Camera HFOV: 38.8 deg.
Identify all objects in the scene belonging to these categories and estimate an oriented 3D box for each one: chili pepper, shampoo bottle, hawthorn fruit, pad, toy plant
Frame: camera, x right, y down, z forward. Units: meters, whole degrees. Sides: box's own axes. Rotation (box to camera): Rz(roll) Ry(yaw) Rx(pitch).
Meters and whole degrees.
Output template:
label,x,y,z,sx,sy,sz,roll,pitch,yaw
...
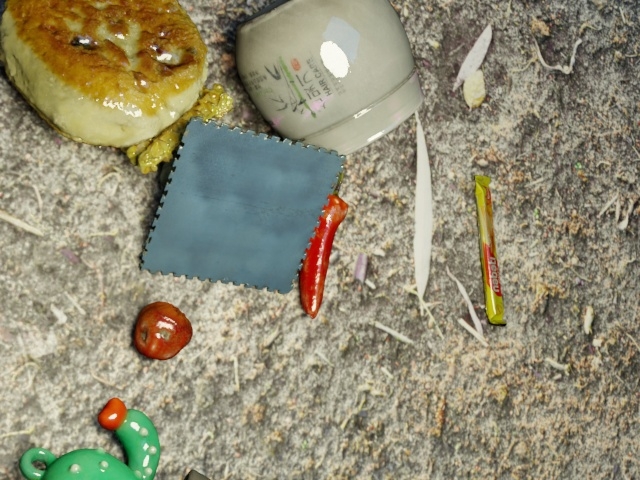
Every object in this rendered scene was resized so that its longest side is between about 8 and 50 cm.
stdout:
label,x,y,z,sx,sy,sz,roll,pitch,yaw
chili pepper,0.000,0.000,1.520,0.063,0.071,0.272,20,72,-20
shampoo bottle,0.015,-0.279,1.473,0.273,0.273,0.266,-39,107,-30
hawthorn fruit,-0.239,0.138,1.354,0.093,0.093,0.093,7,76,-28
pad,-0.118,-0.044,1.399,0.270,0.012,0.268,13,114,-28
toy plant,-0.227,0.385,1.248,0.401,0.185,0.279,24,61,-8

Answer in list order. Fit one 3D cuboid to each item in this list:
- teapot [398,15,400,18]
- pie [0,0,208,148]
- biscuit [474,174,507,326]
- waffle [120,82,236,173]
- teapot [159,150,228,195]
label,x,y,z,sx,sy,sz,roll,pitch,yaw
teapot,0.100,-0.431,1.691,0.111,0.043,0.042,27,67,-25
pie,-0.313,-0.282,1.349,0.315,0.092,0.315,9,58,-15
biscuit,0.319,0.018,1.726,0.048,0.026,0.291,7,75,-48
waffle,-0.217,-0.178,1.390,0.192,0.160,0.046,-22,131,-11
teapot,-0.169,-0.105,1.428,0.149,0.111,0.108,29,51,-15
